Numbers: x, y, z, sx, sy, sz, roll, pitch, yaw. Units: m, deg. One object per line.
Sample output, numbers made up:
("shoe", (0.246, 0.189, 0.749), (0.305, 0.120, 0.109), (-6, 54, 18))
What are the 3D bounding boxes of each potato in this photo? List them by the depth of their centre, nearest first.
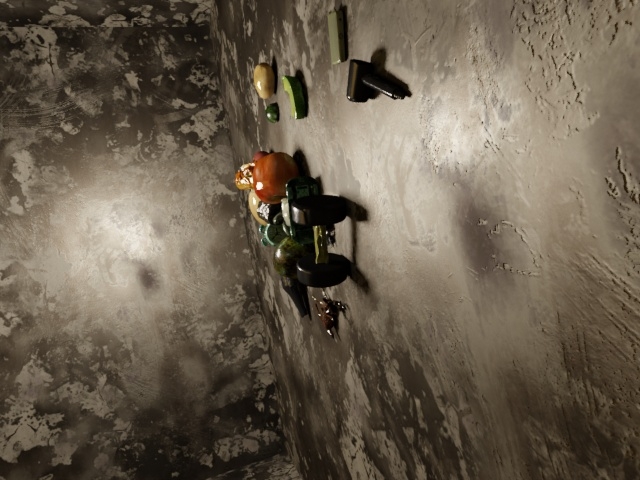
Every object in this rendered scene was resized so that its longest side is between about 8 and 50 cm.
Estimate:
("potato", (-0.287, -0.818, 2.142), (0.118, 0.109, 0.178), (35, 142, 34))

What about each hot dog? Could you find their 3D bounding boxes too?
("hot dog", (-0.341, -0.370, 2.281), (0.349, 0.117, 0.158), (-1, 67, 40))

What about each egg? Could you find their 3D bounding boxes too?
("egg", (-0.303, -0.198, 2.370), (0.201, 0.201, 0.244), (-144, 46, -64))

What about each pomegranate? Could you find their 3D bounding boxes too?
("pomegranate", (-0.089, 0.085, 1.972), (0.222, 0.277, 0.203), (62, -137, -58))

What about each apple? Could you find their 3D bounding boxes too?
("apple", (-0.214, -0.309, 2.008), (0.242, 0.242, 0.240), (134, 125, -67))

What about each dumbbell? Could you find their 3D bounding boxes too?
("dumbbell", (0.000, 0.000, 1.595), (0.204, 0.204, 0.322), (-140, 43, -62))

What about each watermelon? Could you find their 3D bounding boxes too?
("watermelon", (-0.261, -0.676, 2.210), (0.105, 0.062, 0.105), (174, 90, -68))

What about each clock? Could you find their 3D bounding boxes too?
("clock", (-0.241, -0.042, 2.292), (0.060, 0.189, 0.148), (174, 89, -71))

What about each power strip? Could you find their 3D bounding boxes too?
("power strip", (0.054, -0.668, 1.360), (0.076, 0.028, 0.168), (-141, 43, -63))

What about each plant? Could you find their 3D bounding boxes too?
("plant", (-0.206, -0.134, 2.156), (0.275, 0.149, 0.146), (30, 121, 37))

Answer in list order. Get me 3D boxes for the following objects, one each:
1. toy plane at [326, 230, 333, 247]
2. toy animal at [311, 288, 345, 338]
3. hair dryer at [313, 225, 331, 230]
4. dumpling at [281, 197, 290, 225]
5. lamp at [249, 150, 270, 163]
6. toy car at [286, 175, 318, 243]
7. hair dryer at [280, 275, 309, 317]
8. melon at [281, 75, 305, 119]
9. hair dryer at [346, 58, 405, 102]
("toy plane", (0.036, -0.008, 1.751), (0.078, 0.031, 0.083), (-122, 27, -47))
("toy animal", (0.041, 0.313, 1.869), (0.260, 0.087, 0.243), (47, 156, 55))
("hair dryer", (0.003, -0.111, 1.776), (0.106, 0.054, 0.154), (165, 99, -66))
("dumpling", (-0.101, -0.125, 1.973), (0.181, 0.155, 0.111), (49, -146, -31))
("lamp", (-0.343, -0.436, 2.455), (0.182, 0.140, 0.181), (167, 90, -75))
("toy car", (-0.080, -0.141, 1.867), (0.125, 0.136, 0.305), (-124, 27, -67))
("hair dryer", (-0.154, 0.276, 2.408), (0.303, 0.120, 0.359), (66, 172, -3))
("melon", (-0.111, -0.626, 1.811), (0.118, 0.064, 0.209), (180, 78, -70))
("hair dryer", (0.159, -0.420, 1.162), (0.248, 0.071, 0.114), (47, 143, 43))
